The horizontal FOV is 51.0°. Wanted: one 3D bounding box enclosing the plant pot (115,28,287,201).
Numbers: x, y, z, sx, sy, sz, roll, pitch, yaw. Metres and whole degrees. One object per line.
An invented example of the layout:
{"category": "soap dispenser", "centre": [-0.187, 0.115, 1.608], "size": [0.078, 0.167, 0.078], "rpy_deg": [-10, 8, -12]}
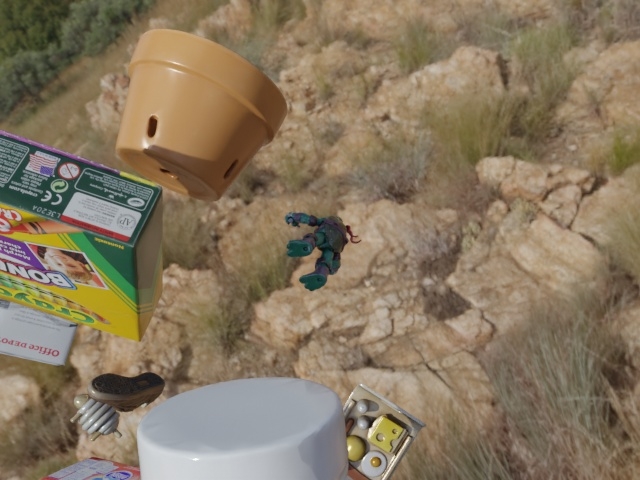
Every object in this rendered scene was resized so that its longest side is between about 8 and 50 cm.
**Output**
{"category": "plant pot", "centre": [-0.231, -0.203, 1.196], "size": [0.290, 0.291, 0.204], "rpy_deg": [12, 72, 39]}

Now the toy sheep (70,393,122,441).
{"category": "toy sheep", "centre": [-0.486, 0.386, 1.467], "size": [0.091, 0.132, 0.091], "rpy_deg": [-42, 7, 6]}

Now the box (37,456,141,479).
{"category": "box", "centre": [-0.345, 0.450, 1.060], "size": [0.299, 0.142, 0.154], "rpy_deg": [-9, 4, 43]}

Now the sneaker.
{"category": "sneaker", "centre": [-0.358, 0.288, 1.227], "size": [0.066, 0.188, 0.071], "rpy_deg": [36, 98, 26]}

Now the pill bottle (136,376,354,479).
{"category": "pill bottle", "centre": [-0.055, 0.347, 0.634], "size": [0.223, 0.393, 0.224], "rpy_deg": [-5, 6, 1]}

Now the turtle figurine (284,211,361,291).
{"category": "turtle figurine", "centre": [0.000, 0.000, 1.427], "size": [0.118, 0.175, 0.234], "rpy_deg": [-35, 12, 26]}

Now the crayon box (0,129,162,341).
{"category": "crayon box", "centre": [-0.406, -0.010, 0.923], "size": [0.362, 0.313, 0.106], "rpy_deg": [18, 57, -2]}

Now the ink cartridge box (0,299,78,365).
{"category": "ink cartridge box", "centre": [-0.797, 0.174, 1.906], "size": [0.129, 0.223, 0.308], "rpy_deg": [6, 77, 59]}

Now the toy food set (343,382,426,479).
{"category": "toy food set", "centre": [0.126, 0.581, 1.872], "size": [0.306, 0.219, 0.092], "rpy_deg": [-59, -4, 3]}
